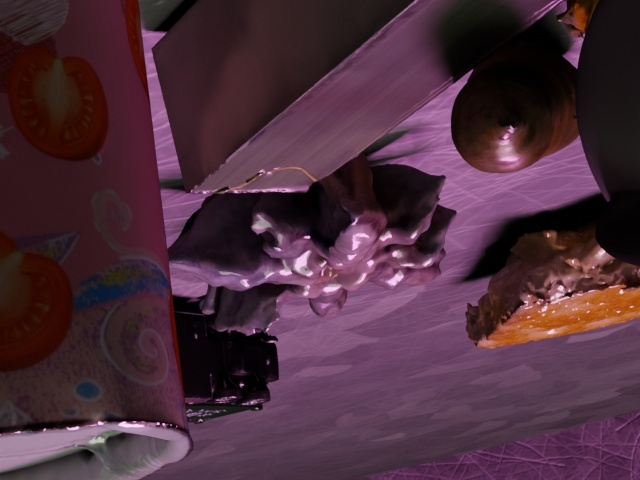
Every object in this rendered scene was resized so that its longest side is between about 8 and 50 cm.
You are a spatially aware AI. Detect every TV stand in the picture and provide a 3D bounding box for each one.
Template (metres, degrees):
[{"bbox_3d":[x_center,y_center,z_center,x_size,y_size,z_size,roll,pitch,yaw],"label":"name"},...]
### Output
[{"bbox_3d":[0.025,-0.112,0.651,0.083,0.088,0.269,-3,160,-37],"label":"TV stand"}]

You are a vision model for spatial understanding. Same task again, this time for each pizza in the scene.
[{"bbox_3d":[0.261,0.022,1.286,0.323,0.089,0.223,-17,162,19],"label":"pizza"}]

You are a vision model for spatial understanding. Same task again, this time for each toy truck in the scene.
[{"bbox_3d":[-0.142,0.107,1.241,0.121,0.088,0.259,-15,165,31],"label":"toy truck"}]

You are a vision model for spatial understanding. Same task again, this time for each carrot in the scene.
[{"bbox_3d":[0.101,-0.070,0.749,0.070,0.070,0.342,-18,-178,14],"label":"carrot"}]

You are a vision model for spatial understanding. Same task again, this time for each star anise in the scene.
[{"bbox_3d":[0.000,0.000,0.998,0.229,0.093,0.236,-8,165,-20],"label":"star anise"}]

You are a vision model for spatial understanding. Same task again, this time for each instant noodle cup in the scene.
[{"bbox_3d":[-0.169,-0.008,0.595,0.243,0.231,0.243,-12,162,-4],"label":"instant noodle cup"}]

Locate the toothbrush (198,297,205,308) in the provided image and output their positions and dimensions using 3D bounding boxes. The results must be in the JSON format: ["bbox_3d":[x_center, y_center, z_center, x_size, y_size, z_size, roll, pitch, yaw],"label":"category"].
[{"bbox_3d":[-0.017,0.027,1.213,0.193,0.013,0.019,-20,169,21],"label":"toothbrush"}]

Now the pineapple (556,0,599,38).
[{"bbox_3d":[0.207,-0.116,0.794,0.116,0.137,0.069,-58,160,3],"label":"pineapple"}]

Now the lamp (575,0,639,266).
[{"bbox_3d":[0.205,-0.081,0.616,0.197,0.198,0.244,-19,-155,19],"label":"lamp"}]
